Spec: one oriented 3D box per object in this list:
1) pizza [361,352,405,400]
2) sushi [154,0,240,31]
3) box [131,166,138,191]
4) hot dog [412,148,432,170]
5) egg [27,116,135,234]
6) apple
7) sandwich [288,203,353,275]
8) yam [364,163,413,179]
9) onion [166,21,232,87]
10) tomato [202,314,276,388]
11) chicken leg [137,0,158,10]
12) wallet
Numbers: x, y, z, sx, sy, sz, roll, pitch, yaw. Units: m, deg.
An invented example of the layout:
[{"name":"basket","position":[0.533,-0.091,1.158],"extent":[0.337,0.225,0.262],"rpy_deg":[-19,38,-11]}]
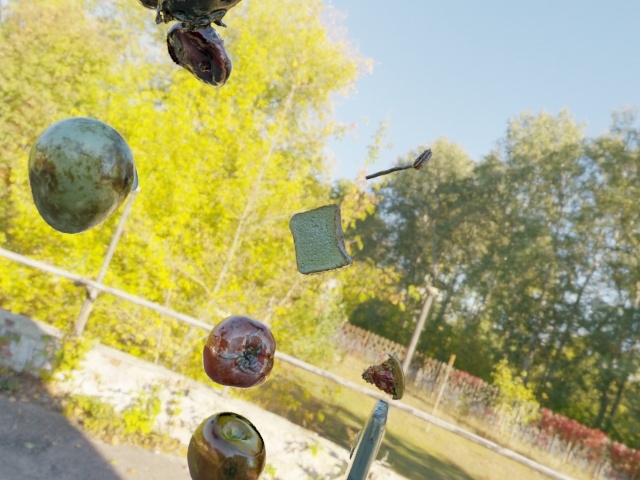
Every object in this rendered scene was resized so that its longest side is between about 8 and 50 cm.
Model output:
[{"name":"pizza","position":[0.236,0.539,2.152],"extent":[0.199,0.188,0.062],"rpy_deg":[-11,1,35]},{"name":"sushi","position":[-0.283,-0.616,1.382],"extent":[0.287,0.140,0.149],"rpy_deg":[-13,-3,-12]},{"name":"box","position":[-0.712,-0.238,1.756],"extent":[0.149,0.226,0.226],"rpy_deg":[-20,-11,5]},{"name":"hot dog","position":[0.436,-0.348,2.330],"extent":[0.049,0.122,0.037],"rpy_deg":[34,-16,20]},{"name":"egg","position":[-0.580,-0.155,1.323],"extent":[0.238,0.289,0.238],"rpy_deg":[20,15,-6]},{"name":"apple","position":[-0.262,0.599,1.529],"extent":[0.237,0.207,0.237],"rpy_deg":[11,14,-3]},{"name":"sandwich","position":[0.000,0.000,1.767],"extent":[0.186,0.214,0.065],"rpy_deg":[-12,-10,15]},{"name":"yam","position":[0.316,-0.316,2.504],"extent":[0.234,0.027,0.029],"rpy_deg":[-12,-23,22]},{"name":"onion","position":[-0.425,-0.709,2.026],"extent":[0.272,0.195,0.272],"rpy_deg":[30,-22,13]},{"name":"tomato","position":[-0.251,0.336,1.664],"extent":[0.232,0.232,0.189],"rpy_deg":[24,-19,-29]},{"name":"chicken leg","position":[-0.422,-0.768,1.604],"extent":[0.361,0.140,0.211],"rpy_deg":[-3,13,43]},{"name":"wallet","position":[0.130,0.678,1.704],"extent":[0.083,0.360,0.252],"rpy_deg":[21,2,8]}]
